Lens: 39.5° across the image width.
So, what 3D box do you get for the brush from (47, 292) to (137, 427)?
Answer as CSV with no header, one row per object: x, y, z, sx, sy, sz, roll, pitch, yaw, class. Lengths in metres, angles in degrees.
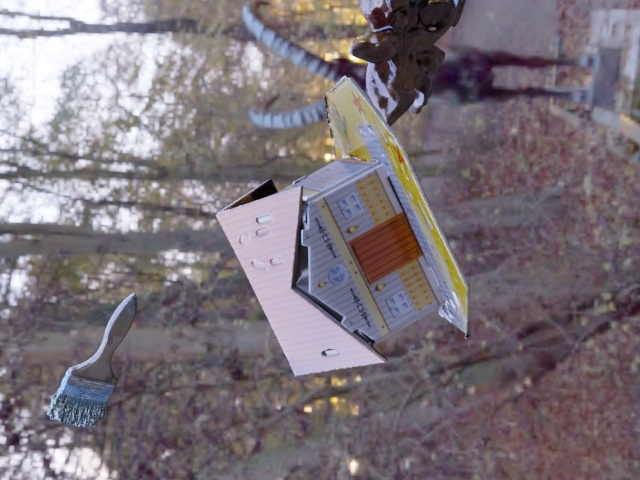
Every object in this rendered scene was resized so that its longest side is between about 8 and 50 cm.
-0.254,0.140,1.039,0.196,0.070,0.021,-59,32,22,brush

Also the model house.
0.000,0.000,0.707,0.219,0.135,0.207,63,171,-13,model house

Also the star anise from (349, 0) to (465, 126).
0.073,-0.184,0.808,0.167,0.057,0.168,-24,-56,-41,star anise
